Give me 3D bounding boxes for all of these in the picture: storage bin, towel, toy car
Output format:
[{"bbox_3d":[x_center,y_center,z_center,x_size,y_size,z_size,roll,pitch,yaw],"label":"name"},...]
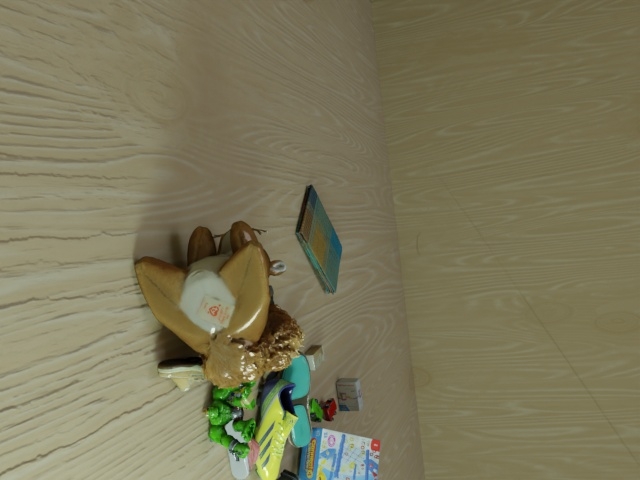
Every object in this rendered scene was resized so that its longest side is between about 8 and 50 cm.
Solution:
[{"bbox_3d":[-0.108,0.758,1.748,0.091,0.098,0.135,-24,110,-41],"label":"storage bin"},{"bbox_3d":[0.000,0.000,2.348,0.271,0.040,0.370,-79,152,-42],"label":"towel"},{"bbox_3d":[-0.007,0.628,2.100,0.238,0.053,0.225,-83,154,-44],"label":"toy car"}]

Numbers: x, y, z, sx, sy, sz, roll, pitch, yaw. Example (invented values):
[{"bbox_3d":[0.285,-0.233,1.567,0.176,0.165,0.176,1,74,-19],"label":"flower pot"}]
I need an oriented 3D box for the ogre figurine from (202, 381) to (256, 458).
[{"bbox_3d":[-0.221,0.430,1.475,0.097,0.118,0.196,1,82,-66],"label":"ogre figurine"}]

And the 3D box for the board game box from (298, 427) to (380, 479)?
[{"bbox_3d":[0.061,0.801,1.991,0.308,0.086,0.301,26,62,-40],"label":"board game box"}]

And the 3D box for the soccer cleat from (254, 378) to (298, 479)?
[{"bbox_3d":[-0.124,0.540,1.704,0.093,0.121,0.288,47,42,-60],"label":"soccer cleat"}]

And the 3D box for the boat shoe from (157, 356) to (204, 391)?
[{"bbox_3d":[-0.308,0.308,1.358,0.190,0.068,0.072,21,77,-68],"label":"boat shoe"}]

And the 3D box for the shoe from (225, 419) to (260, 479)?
[{"bbox_3d":[-0.205,0.532,1.576,0.081,0.064,0.177,-35,122,-69],"label":"shoe"}]

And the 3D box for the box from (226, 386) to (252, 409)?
[{"bbox_3d":[-0.218,0.363,1.590,0.054,0.059,0.168,36,51,-67],"label":"box"}]

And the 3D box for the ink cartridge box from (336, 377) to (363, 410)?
[{"bbox_3d":[0.117,0.620,2.400,0.052,0.089,0.122,-16,98,-67],"label":"ink cartridge box"}]

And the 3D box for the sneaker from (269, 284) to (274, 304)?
[{"bbox_3d":[-0.183,0.209,1.694,0.227,0.087,0.130,-21,97,-75],"label":"sneaker"}]

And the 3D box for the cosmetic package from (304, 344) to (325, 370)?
[{"bbox_3d":[-0.023,0.420,2.143,0.115,0.041,0.060,-32,114,-69],"label":"cosmetic package"}]

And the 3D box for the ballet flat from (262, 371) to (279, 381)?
[{"bbox_3d":[-0.140,0.379,1.848,0.173,0.049,0.057,-49,159,-58],"label":"ballet flat"}]

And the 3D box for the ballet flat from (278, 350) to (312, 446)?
[{"bbox_3d":[-0.088,0.487,1.867,0.106,0.108,0.315,-158,-114,-71],"label":"ballet flat"}]

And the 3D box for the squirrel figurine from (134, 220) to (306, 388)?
[{"bbox_3d":[-0.202,0.144,1.443,0.370,0.281,0.396,-68,141,-78],"label":"squirrel figurine"}]
